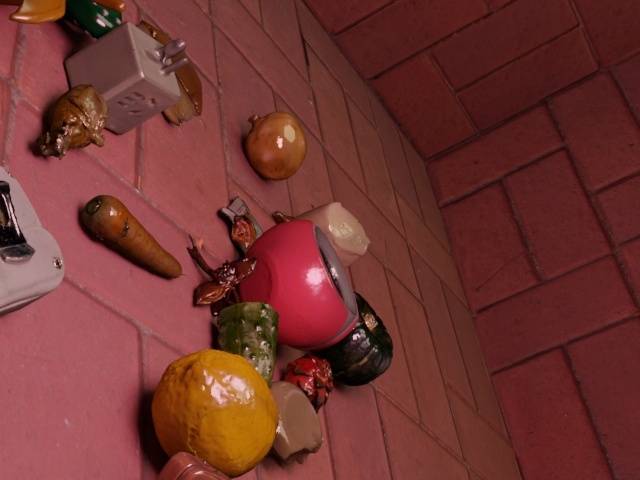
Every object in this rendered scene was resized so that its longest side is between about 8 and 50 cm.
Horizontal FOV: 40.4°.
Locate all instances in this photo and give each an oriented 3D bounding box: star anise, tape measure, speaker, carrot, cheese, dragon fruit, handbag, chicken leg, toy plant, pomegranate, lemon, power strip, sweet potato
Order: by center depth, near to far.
[{"bbox_3d":[-0.463,0.006,1.151,0.246,0.125,0.243,63,18,-2],"label":"tape measure"},{"bbox_3d":[-0.185,0.421,1.321,0.072,0.151,0.193,25,-18,45],"label":"handbag"},{"bbox_3d":[-0.172,0.287,1.429,0.204,0.204,0.260,-97,172,-46],"label":"lemon"},{"bbox_3d":[-0.440,-0.201,1.555,0.228,0.088,0.103,-86,164,-53],"label":"chicken leg"},{"bbox_3d":[-0.326,0.012,1.608,0.298,0.078,0.078,46,25,-51],"label":"carrot"},{"bbox_3d":[-0.364,-0.328,1.705,0.140,0.224,0.139,27,41,-60],"label":"power strip"},{"bbox_3d":[-0.079,0.372,1.742,0.175,0.091,0.202,65,20,4],"label":"cheese"},{"bbox_3d":[-0.482,-0.483,1.760,0.243,0.112,0.233,38,13,-31],"label":"toy plant"},{"bbox_3d":[-0.228,0.078,1.812,0.158,0.144,0.141,13,97,-58],"label":"star anise"},{"bbox_3d":[-0.026,0.322,1.914,0.130,0.121,0.142,48,47,-22],"label":"dragon fruit"},{"bbox_3d":[-0.039,0.103,1.933,0.294,0.294,0.294,52,22,-30],"label":"speaker"},{"bbox_3d":[-0.126,-0.266,2.358,0.196,0.196,0.196,52,22,-30],"label":"pomegranate"},{"bbox_3d":[-0.044,-0.013,2.411,0.264,0.057,0.057,43,27,-37],"label":"sweet potato"}]

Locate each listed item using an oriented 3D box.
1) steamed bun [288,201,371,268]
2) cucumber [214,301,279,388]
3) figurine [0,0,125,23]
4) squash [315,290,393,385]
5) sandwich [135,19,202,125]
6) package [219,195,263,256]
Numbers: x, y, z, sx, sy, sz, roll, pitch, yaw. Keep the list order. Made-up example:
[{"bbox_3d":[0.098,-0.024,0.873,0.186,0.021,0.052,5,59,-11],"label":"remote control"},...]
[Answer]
[{"bbox_3d":[0.000,0.000,2.236,0.200,0.225,0.171,39,30,-47],"label":"steamed bun"},{"bbox_3d":[-0.142,0.242,1.700,0.134,0.134,0.245,49,26,-37],"label":"cucumber"},{"bbox_3d":[-0.521,-0.475,1.428,0.401,0.268,0.387,55,31,9],"label":"figurine"},{"bbox_3d":[0.073,0.243,2.198,0.252,0.165,0.252,53,19,-27],"label":"squash"},{"bbox_3d":[-0.353,-0.385,2.017,0.258,0.094,0.096,63,20,2],"label":"sandwich"},{"bbox_3d":[-0.164,0.004,2.089,0.232,0.040,0.166,63,18,-4],"label":"package"}]
